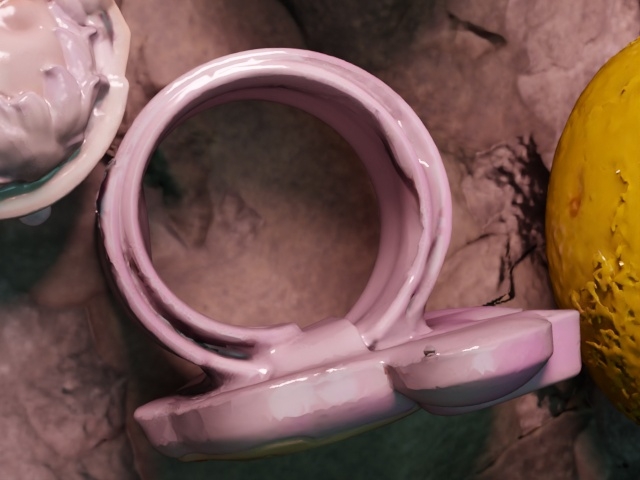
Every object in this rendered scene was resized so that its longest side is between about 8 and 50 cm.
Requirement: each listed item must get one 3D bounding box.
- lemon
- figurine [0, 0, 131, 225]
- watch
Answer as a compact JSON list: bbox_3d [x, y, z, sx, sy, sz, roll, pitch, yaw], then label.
[{"bbox_3d":[0.263,-0.012,0.811,0.258,0.258,0.310,-13,105,-19],"label":"lemon"},{"bbox_3d":[-0.182,-0.116,0.690,0.163,0.141,0.236,-16,101,-16],"label":"figurine"},{"bbox_3d":[0.000,0.000,0.755,0.248,0.211,0.217,-14,92,-10],"label":"watch"}]
